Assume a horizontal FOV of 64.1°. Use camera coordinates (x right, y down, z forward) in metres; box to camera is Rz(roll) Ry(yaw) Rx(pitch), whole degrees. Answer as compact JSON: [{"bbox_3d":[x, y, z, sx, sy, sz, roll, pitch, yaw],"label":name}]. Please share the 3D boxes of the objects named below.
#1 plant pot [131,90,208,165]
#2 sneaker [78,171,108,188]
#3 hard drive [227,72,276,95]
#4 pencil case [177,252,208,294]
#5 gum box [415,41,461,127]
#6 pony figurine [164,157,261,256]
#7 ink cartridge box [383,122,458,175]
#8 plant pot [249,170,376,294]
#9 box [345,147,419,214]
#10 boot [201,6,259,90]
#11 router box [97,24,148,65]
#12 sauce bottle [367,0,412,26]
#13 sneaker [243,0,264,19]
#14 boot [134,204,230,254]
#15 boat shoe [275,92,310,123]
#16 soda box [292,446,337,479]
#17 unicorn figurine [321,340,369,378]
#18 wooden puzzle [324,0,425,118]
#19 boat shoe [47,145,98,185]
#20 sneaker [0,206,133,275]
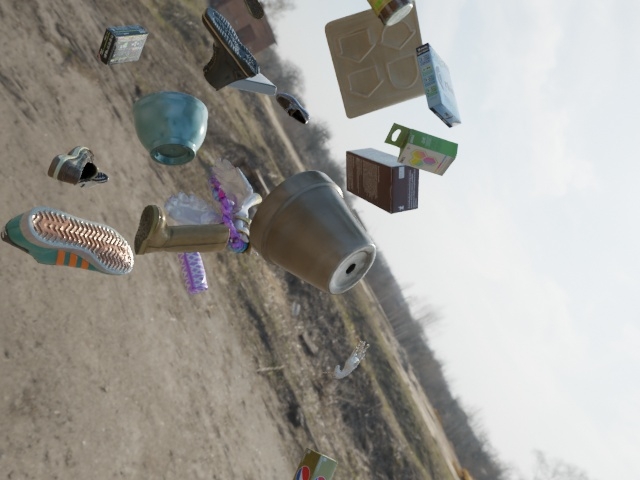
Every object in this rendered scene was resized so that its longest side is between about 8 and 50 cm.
[{"bbox_3d":[-0.586,-0.418,2.013,0.293,0.293,0.196,55,24,-68],"label":"plant pot"},{"bbox_3d":[-0.764,-0.200,1.716,0.043,0.109,0.040,84,0,-60],"label":"sneaker"},{"bbox_3d":[-0.300,-0.617,1.941,0.307,0.203,0.040,-124,-136,-58],"label":"hard drive"},{"bbox_3d":[-0.495,0.105,1.961,0.088,0.087,0.205,83,-13,-75],"label":"pencil case"},{"bbox_3d":[0.324,-0.419,1.393,0.157,0.041,0.184,15,62,-55],"label":"gum box"},{"bbox_3d":[-0.342,-0.136,1.858,0.351,0.303,0.363,49,17,-31],"label":"pony figurine"},{"bbox_3d":[0.303,-0.278,1.574,0.109,0.210,0.062,113,-5,-65],"label":"ink cartridge box"},{"bbox_3d":[0.000,0.000,1.500,0.280,0.323,0.323,43,-7,30],"label":"plant pot"},{"bbox_3d":[0.248,-0.259,2.117,0.381,0.143,0.191,-139,-138,-59],"label":"box"},{"bbox_3d":[-0.264,-0.463,1.274,0.198,0.137,0.076,50,33,-41],"label":"boot"},{"bbox_3d":[-0.530,-0.525,1.369,0.038,0.092,0.122,43,35,2],"label":"router box"},{"bbox_3d":[0.142,-0.820,1.545,0.344,0.111,0.111,55,3,1],"label":"sauce bottle"},{"bbox_3d":[-0.267,-0.905,1.871,0.192,0.064,0.086,68,-8,-24],"label":"sneaker"},{"bbox_3d":[-0.402,-0.032,1.538,0.236,0.270,0.089,-41,-122,51],"label":"boot"},{"bbox_3d":[-0.124,-0.592,2.293,0.183,0.066,0.066,32,36,-18],"label":"boat shoe"},{"bbox_3d":[-0.033,0.573,1.156,0.058,0.181,0.061,37,-23,-29],"label":"soda box"},{"bbox_3d":[0.095,0.366,1.556,0.060,0.111,0.162,42,22,26],"label":"unicorn figurine"},{"bbox_3d":[0.202,-0.637,1.797,0.080,0.323,0.347,-110,-178,-59],"label":"wooden puzzle"},{"bbox_3d":[-0.702,-0.209,1.497,0.095,0.095,0.257,24,17,-13],"label":"boat shoe"},{"bbox_3d":[-0.569,0.010,1.167,0.302,0.121,0.108,40,45,-56],"label":"sneaker"}]
